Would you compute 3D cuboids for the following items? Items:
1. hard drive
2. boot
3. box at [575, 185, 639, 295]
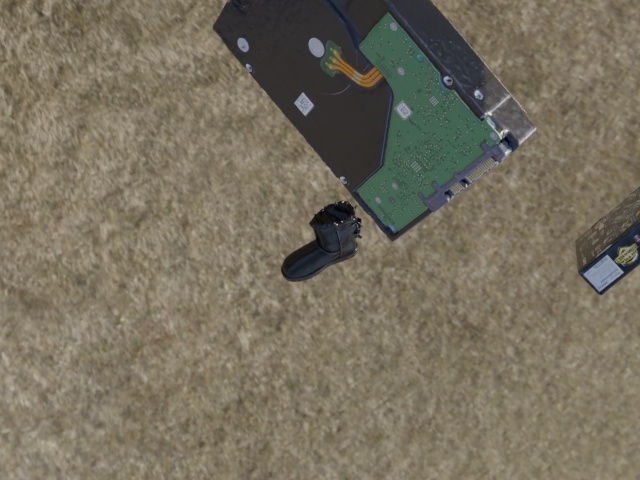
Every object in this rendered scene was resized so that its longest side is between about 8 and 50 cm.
[{"bbox_3d":[0.046,-0.183,0.925,0.064,0.339,0.237,-39,178,-36],"label":"hard drive"},{"bbox_3d":[0.000,0.001,1.123,0.121,0.045,0.099,-22,149,-10],"label":"boot"},{"bbox_3d":[0.467,-0.016,1.269,0.051,0.220,0.175,47,109,2],"label":"box"}]
